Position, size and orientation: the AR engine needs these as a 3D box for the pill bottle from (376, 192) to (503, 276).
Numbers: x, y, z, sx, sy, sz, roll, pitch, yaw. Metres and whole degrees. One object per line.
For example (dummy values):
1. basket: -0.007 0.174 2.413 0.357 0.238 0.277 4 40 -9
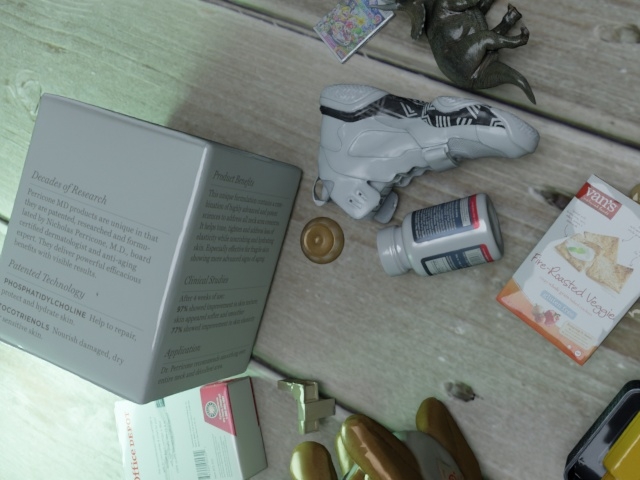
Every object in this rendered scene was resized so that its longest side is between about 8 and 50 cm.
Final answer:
1. pill bottle: 0.186 -0.002 1.158 0.180 0.108 0.107 -15 83 21

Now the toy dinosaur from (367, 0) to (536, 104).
1. toy dinosaur: 0.232 -0.319 1.160 0.160 0.121 0.313 -40 79 29

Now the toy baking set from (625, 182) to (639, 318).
1. toy baking set: 0.467 0.034 1.089 0.197 0.030 0.256 35 101 22

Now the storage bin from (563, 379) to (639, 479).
1. storage bin: 0.449 0.305 1.058 0.122 0.084 0.180 37 103 18

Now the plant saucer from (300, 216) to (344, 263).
1. plant saucer: 0.000 0.000 1.282 0.084 0.015 0.083 0 89 22

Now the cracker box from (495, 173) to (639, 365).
1. cracker box: 0.390 0.042 1.069 0.156 0.067 0.232 39 102 21

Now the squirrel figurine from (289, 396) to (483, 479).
1. squirrel figurine: 0.077 0.480 1.112 0.370 0.281 0.397 -41 72 23

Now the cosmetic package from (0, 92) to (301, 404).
1. cosmetic package: -0.280 0.009 1.227 0.328 0.329 0.393 18 95 22

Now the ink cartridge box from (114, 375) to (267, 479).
1. ink cartridge box: -0.235 0.350 1.323 0.237 0.100 0.171 -13 84 20

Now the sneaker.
1. sneaker: 0.149 -0.121 1.165 0.366 0.137 0.210 14 95 27

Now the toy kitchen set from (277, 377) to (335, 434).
1. toy kitchen set: -0.024 0.283 1.276 0.075 0.068 0.083 -3 88 50

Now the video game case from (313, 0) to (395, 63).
1. video game case: 0.057 -0.378 1.270 0.122 0.011 0.087 -40 75 16

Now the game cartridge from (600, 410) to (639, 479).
1. game cartridge: 0.572 0.293 0.964 0.324 0.052 0.285 34 98 0
